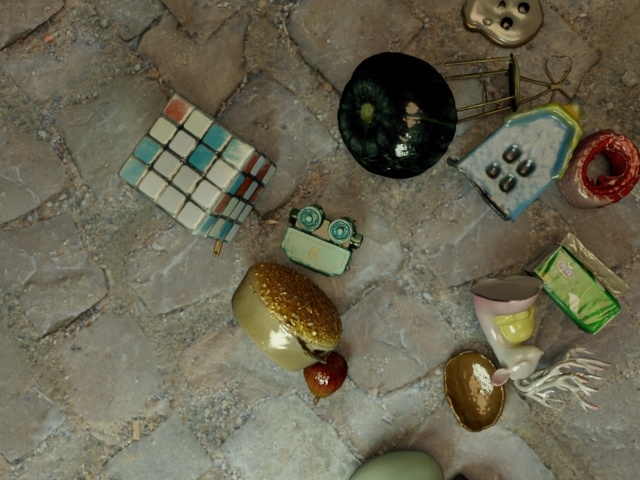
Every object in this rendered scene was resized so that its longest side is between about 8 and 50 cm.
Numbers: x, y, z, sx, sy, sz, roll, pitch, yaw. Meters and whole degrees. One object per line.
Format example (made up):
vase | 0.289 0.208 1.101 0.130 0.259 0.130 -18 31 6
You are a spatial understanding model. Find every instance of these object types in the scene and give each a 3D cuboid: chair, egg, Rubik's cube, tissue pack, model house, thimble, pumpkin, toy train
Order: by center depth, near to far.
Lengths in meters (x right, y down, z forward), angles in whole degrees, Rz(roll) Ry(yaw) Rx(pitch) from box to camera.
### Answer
model house | 0.492 -0.206 1.477 0.303 0.237 0.215 -40 83 19
egg | 0.180 0.618 1.525 0.264 0.183 0.183 -25 86 -3
pumpkin | 0.197 -0.304 1.527 0.315 0.238 0.315 -4 84 46
tissue pack | 0.634 0.098 1.528 0.156 0.148 0.209 -44 85 3
thimble | 0.696 -0.171 1.548 0.163 0.125 0.190 31 90 3
Rubik's cube | -0.297 -0.169 1.552 0.259 0.253 0.256 34 90 12
chair | 0.483 -0.393 1.562 0.325 0.170 0.160 -5 86 11
toy train | 0.000 0.000 1.603 0.203 0.112 0.163 22 95 7

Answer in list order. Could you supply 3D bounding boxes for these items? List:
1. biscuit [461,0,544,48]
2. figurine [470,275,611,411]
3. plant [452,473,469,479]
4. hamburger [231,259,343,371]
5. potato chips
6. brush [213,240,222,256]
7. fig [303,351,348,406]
biscuit | 0.484 -0.603 1.622 0.208 0.049 0.181 35 91 7
figurine | 0.516 0.252 1.470 0.284 0.206 0.316 -8 109 30
plant | 0.329 0.689 1.532 0.142 0.131 0.203 37 89 -5
hamburger | -0.077 0.176 1.520 0.170 0.302 0.302 -42 85 10
potato chips | 0.391 0.380 1.585 0.150 0.049 0.202 -21 87 -1
brush | -0.262 -0.037 1.673 0.043 0.014 0.170 15 90 7
fig | 0.009 0.362 1.584 0.119 0.119 0.153 7 89 5
